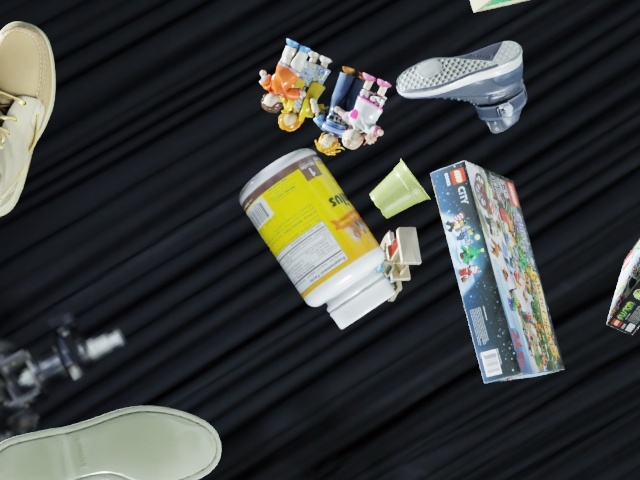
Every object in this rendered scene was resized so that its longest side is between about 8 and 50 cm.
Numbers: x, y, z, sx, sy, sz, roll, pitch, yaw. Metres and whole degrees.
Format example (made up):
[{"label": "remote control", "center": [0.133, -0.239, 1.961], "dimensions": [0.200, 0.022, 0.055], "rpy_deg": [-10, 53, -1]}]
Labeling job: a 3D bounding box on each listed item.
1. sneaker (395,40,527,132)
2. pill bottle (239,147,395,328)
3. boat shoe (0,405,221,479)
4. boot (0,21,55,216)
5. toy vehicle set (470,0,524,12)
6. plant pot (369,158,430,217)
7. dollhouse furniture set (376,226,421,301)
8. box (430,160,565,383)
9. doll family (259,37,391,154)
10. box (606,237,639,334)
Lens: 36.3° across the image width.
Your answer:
[{"label": "sneaker", "center": [0.259, -0.255, 1.752], "dimensions": [0.163, 0.226, 0.086], "rpy_deg": [66, -163, -48]}, {"label": "pill bottle", "center": [0.000, 0.000, 1.219], "dimensions": [0.215, 0.117, 0.117], "rpy_deg": [56, 174, 5]}, {"label": "boat shoe", "center": [-0.317, 0.323, 1.417], "dimensions": [0.113, 0.340, 0.127], "rpy_deg": [-39, 63, 56]}, {"label": "boot", "center": [-0.406, -0.143, 1.197], "dimensions": [0.095, 0.262, 0.203], "rpy_deg": [18, -173, -5]}, {"label": "toy vehicle set", "center": [0.320, -0.333, 1.119], "dimensions": [0.166, 0.266, 0.035], "rpy_deg": [-25, 83, 69]}, {"label": "plant pot", "center": [0.127, -0.079, 1.623], "dimensions": [0.083, 0.079, 0.083], "rpy_deg": [52, -174, -8]}, {"label": "dollhouse furniture set", "center": [0.097, 0.024, 1.874], "dimensions": [0.184, 0.129, 0.129], "rpy_deg": [116, 150, -61]}, {"label": "box", "center": [0.199, 0.037, 1.081], "dimensions": [0.159, 0.044, 0.233], "rpy_deg": [8, -114, -59]}, {"label": "doll family", "center": [0.011, -0.250, 1.811], "dimensions": [0.263, 0.163, 0.118], "rpy_deg": [26, -174, 14]}, {"label": "box", "center": [0.408, 0.013, 1.161], "dimensions": [0.036, 0.114, 0.207], "rpy_deg": [24, 143, 7]}]
